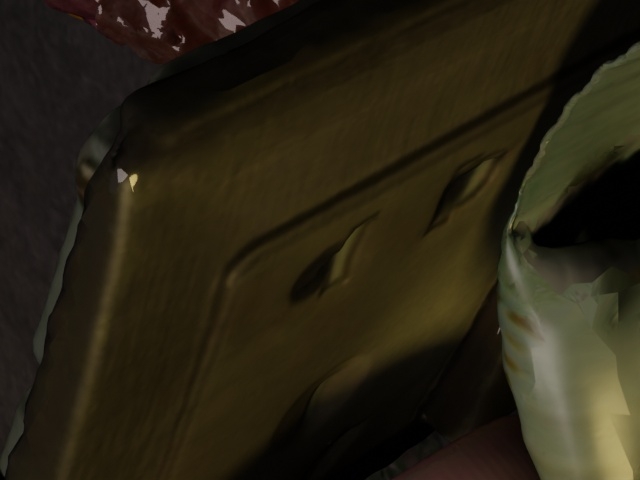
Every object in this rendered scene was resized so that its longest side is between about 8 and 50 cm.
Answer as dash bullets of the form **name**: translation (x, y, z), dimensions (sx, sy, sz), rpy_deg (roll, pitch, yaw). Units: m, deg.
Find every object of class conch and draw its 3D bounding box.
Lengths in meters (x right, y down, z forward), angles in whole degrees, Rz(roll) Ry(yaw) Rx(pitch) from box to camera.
- **conch**: translation (0.147, 0.022, 0.475), dimensions (0.172, 0.131, 0.200), rpy_deg (14, 115, 45)

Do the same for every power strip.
- **power strip**: translation (0.000, -0.002, 0.526), dimensions (0.092, 0.251, 0.257), rpy_deg (48, 140, 24)

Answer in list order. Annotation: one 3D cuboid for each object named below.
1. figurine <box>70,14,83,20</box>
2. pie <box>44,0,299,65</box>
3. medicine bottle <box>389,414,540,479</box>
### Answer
- **figurine**: translation (-0.095, -0.124, 0.650), dimensions (0.250, 0.141, 0.167), rpy_deg (45, 137, 21)
- **pie**: translation (-0.019, -0.142, 0.554), dimensions (0.204, 0.054, 0.219), rpy_deg (33, 121, -7)
- **medicine bottle**: translation (0.073, 0.227, 0.536), dimensions (0.316, 0.202, 0.202), rpy_deg (53, 140, 10)
